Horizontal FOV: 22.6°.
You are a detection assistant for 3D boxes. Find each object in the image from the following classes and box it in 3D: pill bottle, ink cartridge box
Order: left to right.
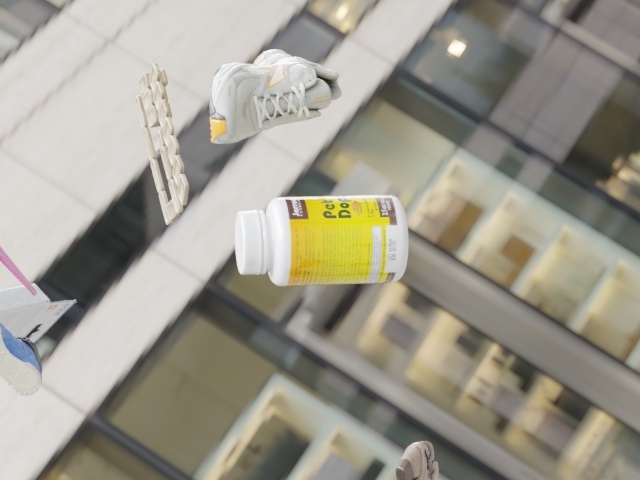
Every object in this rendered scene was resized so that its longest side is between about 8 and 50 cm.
[{"bbox_3d":[-0.539,0.144,2.581,0.224,0.045,0.223,-9,-23,-44],"label":"ink cartridge box"},{"bbox_3d":[0.000,0.000,2.094,0.117,0.215,0.117,178,90,-79],"label":"pill bottle"}]

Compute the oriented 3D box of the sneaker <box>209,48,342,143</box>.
[{"bbox_3d":[-0.056,-0.191,2.115,0.262,0.121,0.099,-44,-42,-57],"label":"sneaker"}]

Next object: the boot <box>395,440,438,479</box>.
[{"bbox_3d":[0.130,0.329,2.143,0.087,0.042,0.118,-24,-62,-55],"label":"boot"}]

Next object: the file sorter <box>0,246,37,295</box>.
[{"bbox_3d":[-0.550,0.075,2.100,0.291,0.182,0.202,-42,-30,-11],"label":"file sorter"}]

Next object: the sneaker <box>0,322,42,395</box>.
[{"bbox_3d":[-0.447,0.148,2.250,0.058,0.152,0.084,-43,11,4],"label":"sneaker"}]

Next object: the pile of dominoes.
[{"bbox_3d":[-0.256,-0.167,2.728,0.040,0.251,0.196,-13,-6,-19],"label":"pile of dominoes"}]
